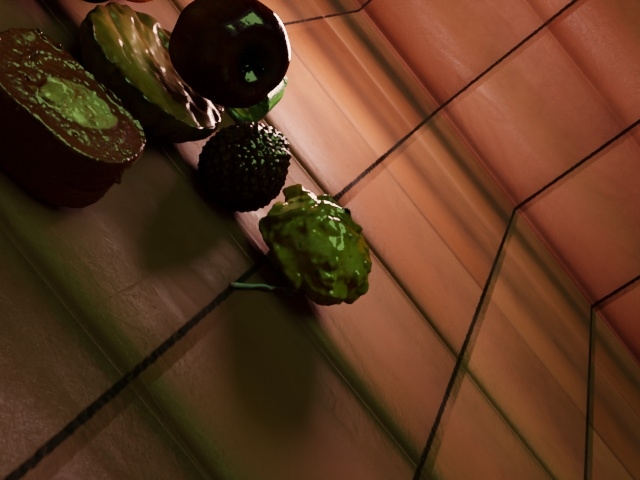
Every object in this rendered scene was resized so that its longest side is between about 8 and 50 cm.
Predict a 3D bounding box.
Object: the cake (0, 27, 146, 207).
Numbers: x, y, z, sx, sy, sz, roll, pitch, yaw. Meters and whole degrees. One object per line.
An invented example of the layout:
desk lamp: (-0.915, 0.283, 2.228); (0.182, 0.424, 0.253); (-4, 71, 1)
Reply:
cake: (-0.408, -0.176, 1.302); (0.283, 0.151, 0.177); (47, 37, -12)

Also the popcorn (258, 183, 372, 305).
popcorn: (0.000, 0.000, 1.717); (0.233, 0.192, 0.266); (23, 35, -49)

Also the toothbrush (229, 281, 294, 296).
toothbrush: (-0.107, 0.089, 1.629); (0.193, 0.013, 0.019); (13, 53, -56)

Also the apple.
apple: (-0.170, -0.361, 1.659); (0.234, 0.234, 0.234); (40, 27, -25)

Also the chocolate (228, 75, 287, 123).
chocolate: (-0.136, -0.357, 2.089); (0.110, 0.110, 0.291); (49, 21, -8)

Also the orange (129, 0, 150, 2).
orange: (-0.406, -0.618, 1.874); (0.224, 0.170, 0.224); (38, 29, -26)

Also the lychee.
lychee: (-0.141, -0.150, 1.698); (0.188, 0.188, 0.188); (40, 27, -25)

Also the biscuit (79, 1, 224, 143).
biscuit: (-0.325, -0.310, 1.679); (0.325, 0.107, 0.326); (40, 24, -22)

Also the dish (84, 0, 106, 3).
dish: (-0.424, -0.511, 1.639); (0.273, 0.273, 0.134); (-57, 132, -65)
